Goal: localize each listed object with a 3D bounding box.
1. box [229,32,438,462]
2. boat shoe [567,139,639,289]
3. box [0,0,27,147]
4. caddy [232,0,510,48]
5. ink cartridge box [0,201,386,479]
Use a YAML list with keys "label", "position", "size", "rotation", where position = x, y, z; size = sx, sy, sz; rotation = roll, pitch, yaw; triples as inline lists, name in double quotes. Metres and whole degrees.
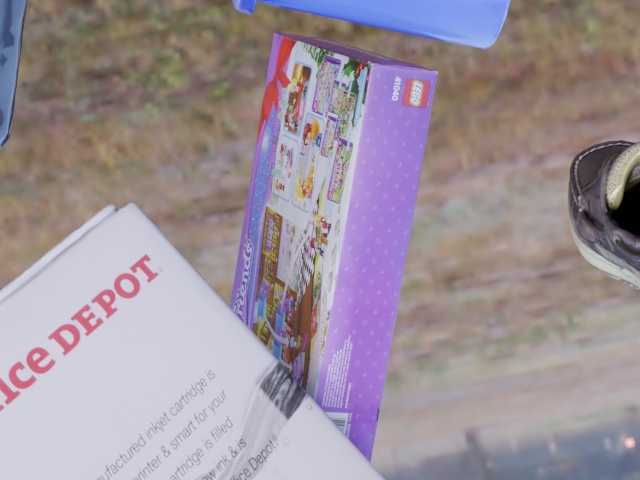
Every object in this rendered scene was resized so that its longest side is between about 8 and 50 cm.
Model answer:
- label: "box"
  position: [0.000, 0.000, 1.308]
  size: [0.057, 0.293, 0.201]
  rotation: [5, -169, -23]
- label: "boat shoe"
  position: [0.167, -0.015, 0.839]
  size: [0.080, 0.073, 0.223]
  rotation: [-19, -157, 1]
- label: "box"
  position: [-0.229, -0.195, 0.410]
  size: [0.212, 0.293, 0.395]
  rotation: [-41, 155, -45]
- label: "caddy"
  position: [0.039, -0.259, 0.831]
  size: [0.179, 0.341, 0.241]
  rotation: [15, 156, -4]
- label: "ink cartridge box"
  position: [-0.113, 0.214, 1.143]
  size: [0.166, 0.395, 0.285]
  rotation: [-40, -178, 45]
